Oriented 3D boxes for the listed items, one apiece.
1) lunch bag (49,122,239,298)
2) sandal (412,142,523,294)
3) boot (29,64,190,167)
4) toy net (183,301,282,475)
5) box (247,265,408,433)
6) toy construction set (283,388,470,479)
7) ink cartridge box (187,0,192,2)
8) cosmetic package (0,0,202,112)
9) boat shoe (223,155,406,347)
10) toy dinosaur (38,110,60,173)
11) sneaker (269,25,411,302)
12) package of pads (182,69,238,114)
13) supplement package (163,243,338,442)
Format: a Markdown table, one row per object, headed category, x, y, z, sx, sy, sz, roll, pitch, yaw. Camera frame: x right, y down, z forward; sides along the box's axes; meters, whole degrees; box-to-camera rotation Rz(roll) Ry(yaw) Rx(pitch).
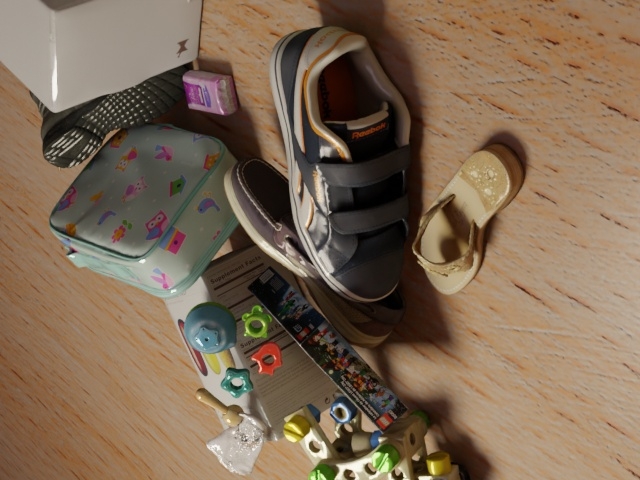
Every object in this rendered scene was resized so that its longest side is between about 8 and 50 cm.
| category | x | y | z | sx | sy | sz | roll | pitch | yaw |
| --- | --- | --- | --- | --- | --- | --- | --- | --- | --- |
| lunch bag | -0.232 | -0.042 | 1.646 | 0.279 | 0.224 | 0.108 | 16 | 158 | 48 |
| sandal | 0.132 | -0.010 | 1.305 | 0.088 | 0.079 | 0.240 | 50 | 145 | 19 |
| boot | -0.301 | -0.222 | 1.687 | 0.083 | 0.246 | 0.161 | 42 | -156 | -51 |
| toy net | -0.101 | 0.190 | 1.572 | 0.045 | 0.122 | 0.232 | -84 | -14 | -71 |
| box | 0.004 | 0.128 | 1.489 | 0.159 | 0.044 | 0.233 | 49 | 176 | -22 |
| toy construction set | 0.091 | 0.346 | 1.555 | 0.215 | 0.151 | 0.328 | -3 | 121 | 29 |
| ink cartridge box | -0.143 | -0.454 | 1.316 | 0.223 | 0.129 | 0.307 | 46 | 143 | 24 |
| cosmetic package | -0.380 | -0.380 | 1.607 | 0.453 | 0.230 | 0.162 | 41 | 141 | 28 |
| boat shoe | 0.000 | 0.000 | 1.482 | 0.285 | 0.103 | 0.092 | 51 | 136 | 6 |
| toy dinosaur | -0.436 | -0.209 | 1.989 | 0.183 | 0.053 | 0.092 | 68 | 163 | 5 |
| sneaker | 0.035 | -0.078 | 1.348 | 0.127 | 0.126 | 0.321 | 4 | 115 | 59 |
| package of pads | -0.144 | -0.194 | 1.597 | 0.083 | 0.032 | 0.050 | 18 | 124 | 48 |
| supplement package | -0.093 | 0.139 | 1.674 | 0.139 | 0.133 | 0.244 | -19 | 98 | 56 |
